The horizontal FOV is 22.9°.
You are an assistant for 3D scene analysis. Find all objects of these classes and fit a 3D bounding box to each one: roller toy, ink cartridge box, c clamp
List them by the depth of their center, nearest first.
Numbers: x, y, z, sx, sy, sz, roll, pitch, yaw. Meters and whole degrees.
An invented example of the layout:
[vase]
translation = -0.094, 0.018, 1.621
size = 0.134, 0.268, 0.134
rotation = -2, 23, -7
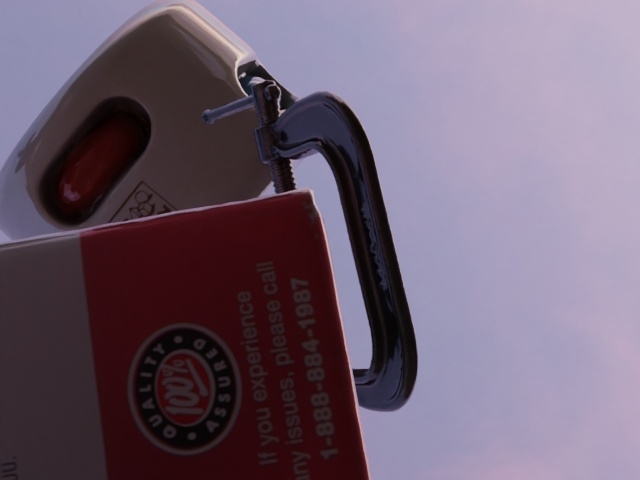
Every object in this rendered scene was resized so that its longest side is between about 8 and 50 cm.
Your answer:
[ink cartridge box]
translation = -0.163, 0.165, 0.550
size = 0.385, 0.160, 0.279
rotation = -9, -110, -1
[c clamp]
translation = 0.000, 0.000, 0.697
size = 0.022, 0.137, 0.160
rotation = -12, -96, -28
[roller toy]
translation = -0.100, -0.041, 0.999
size = 0.146, 0.191, 0.209
rotation = 41, -120, 0
